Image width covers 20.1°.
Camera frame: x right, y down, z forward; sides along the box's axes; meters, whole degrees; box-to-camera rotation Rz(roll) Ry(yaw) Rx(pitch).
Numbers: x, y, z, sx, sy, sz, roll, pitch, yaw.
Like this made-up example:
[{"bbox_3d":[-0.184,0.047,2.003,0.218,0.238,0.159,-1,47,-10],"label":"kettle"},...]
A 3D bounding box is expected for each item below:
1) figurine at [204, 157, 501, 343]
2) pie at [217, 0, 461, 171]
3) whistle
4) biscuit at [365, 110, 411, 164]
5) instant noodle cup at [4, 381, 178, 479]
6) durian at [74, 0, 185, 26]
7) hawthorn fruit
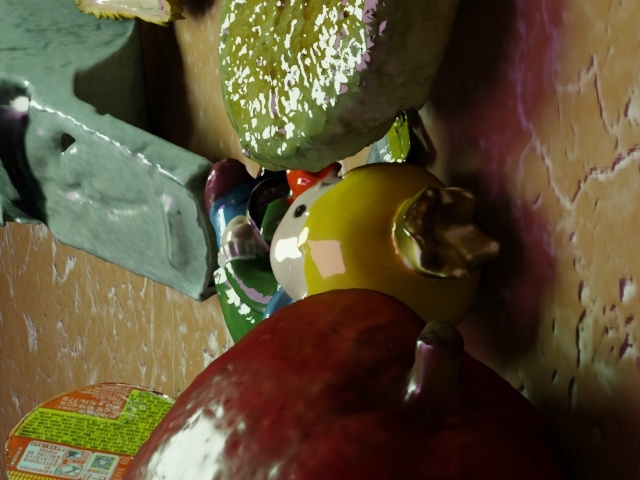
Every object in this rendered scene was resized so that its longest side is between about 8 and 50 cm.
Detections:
[{"bbox_3d":[0.012,-0.006,1.097,0.234,0.127,0.185,121,138,-63],"label":"figurine"},{"bbox_3d":[0.013,-0.174,1.063,0.277,0.078,0.277,-175,90,-65],"label":"pie"},{"bbox_3d":[-0.225,-0.090,1.600,0.405,0.188,0.168,-124,24,-47],"label":"whistle"},{"bbox_3d":[0.018,0.017,1.232,0.292,0.026,0.048,110,152,-49],"label":"biscuit"},{"bbox_3d":[-0.191,0.272,1.688,0.193,0.193,0.212,-123,26,-51],"label":"instant noodle cup"},{"bbox_3d":[-0.171,-0.254,1.516,0.165,0.132,0.182,-95,-9,-49],"label":"durian"},{"bbox_3d":[0.019,0.155,0.954,0.265,0.265,0.307,-119,38,-47],"label":"hawthorn fruit"}]
